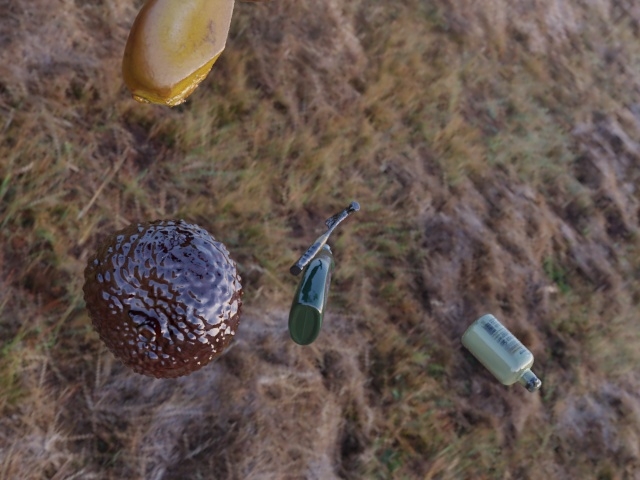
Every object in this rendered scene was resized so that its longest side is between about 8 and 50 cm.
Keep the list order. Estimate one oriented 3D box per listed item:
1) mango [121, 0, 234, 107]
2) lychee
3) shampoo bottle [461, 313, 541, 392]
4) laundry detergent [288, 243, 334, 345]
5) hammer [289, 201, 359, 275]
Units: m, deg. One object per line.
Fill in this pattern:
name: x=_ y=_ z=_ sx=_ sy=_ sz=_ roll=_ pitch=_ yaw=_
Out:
mango: x=-0.299 y=-0.453 z=1.993 sx=0.201 sy=0.350 sz=0.199 roll=25 pitch=-3 yaw=39
lychee: x=-0.243 y=0.086 z=1.438 sx=0.261 sy=0.260 sz=0.260 roll=27 pitch=37 yaw=-22
shampoo bottle: x=0.338 y=0.213 z=1.662 sx=0.162 sy=0.079 sz=0.079 roll=46 pitch=33 yaw=22
laundry detergent: x=-0.013 y=0.088 z=1.702 sx=0.063 sy=0.137 sz=0.210 roll=9 pitch=40 yaw=4
hammer: x=0.000 y=0.000 z=1.657 sx=0.021 sy=0.078 sz=0.201 roll=49 pitch=48 yaw=-9
